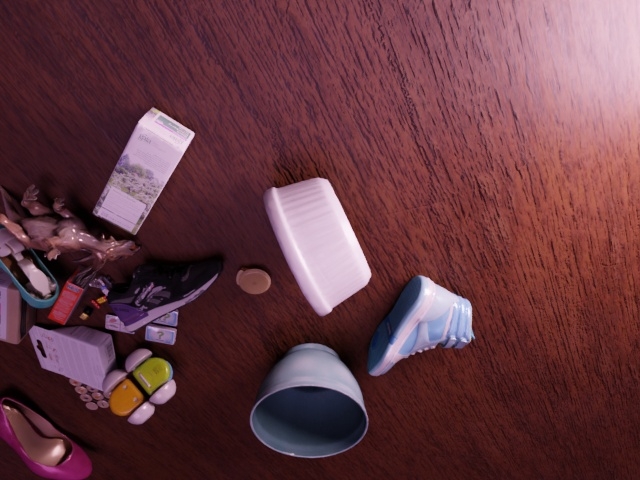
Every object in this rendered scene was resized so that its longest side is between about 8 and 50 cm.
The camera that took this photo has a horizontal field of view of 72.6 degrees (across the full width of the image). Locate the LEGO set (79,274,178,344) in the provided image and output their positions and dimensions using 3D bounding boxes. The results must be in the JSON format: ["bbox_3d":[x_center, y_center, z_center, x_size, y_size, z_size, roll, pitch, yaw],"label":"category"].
[{"bbox_3d":[-0.489,0.184,1.107,0.244,0.060,0.183,14,118,-7],"label":"LEGO set"}]

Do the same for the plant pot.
[{"bbox_3d":[-0.028,0.403,1.157,0.293,0.196,0.293,0,122,0],"label":"plant pot"}]

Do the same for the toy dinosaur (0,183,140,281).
[{"bbox_3d":[-0.577,-0.007,0.954,0.295,0.127,0.200,21,158,6],"label":"toy dinosaur"}]

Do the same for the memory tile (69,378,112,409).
[{"bbox_3d":[-0.677,0.456,1.309,0.113,0.012,0.148,-7,123,6],"label":"memory tile"}]

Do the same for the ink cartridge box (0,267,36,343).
[{"bbox_3d":[-0.830,0.131,1.057,0.234,0.088,0.193,19,122,-10],"label":"ink cartridge box"}]

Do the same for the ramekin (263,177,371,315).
[{"bbox_3d":[0.000,0.000,0.867,0.127,0.273,0.273,-25,120,2],"label":"ramekin"}]

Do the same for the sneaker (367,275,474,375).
[{"bbox_3d":[0.262,0.252,1.099,0.208,0.127,0.319,21,122,-11],"label":"sneaker"}]

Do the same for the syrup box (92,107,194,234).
[{"bbox_3d":[-0.354,-0.135,0.873,0.093,0.096,0.237,31,118,-20],"label":"syrup box"}]

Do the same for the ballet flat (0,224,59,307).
[{"bbox_3d":[-0.672,0.043,0.979,0.087,0.083,0.247,-14,112,37],"label":"ballet flat"}]

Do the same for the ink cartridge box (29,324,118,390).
[{"bbox_3d":[-0.678,0.310,1.206,0.232,0.066,0.189,17,124,15],"label":"ink cartridge box"}]

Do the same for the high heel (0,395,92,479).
[{"bbox_3d":[-0.857,0.620,1.343,0.377,0.127,0.181,38,126,-18],"label":"high heel"}]

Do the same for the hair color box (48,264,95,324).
[{"bbox_3d":[-0.607,0.133,1.065,0.043,0.072,0.141,32,117,-18],"label":"hair color box"}]

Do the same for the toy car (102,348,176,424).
[{"bbox_3d":[-0.483,0.395,1.196,0.182,0.136,0.159,-43,82,-5],"label":"toy car"}]

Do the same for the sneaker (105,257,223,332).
[{"bbox_3d":[-0.367,0.099,1.011,0.283,0.107,0.124,-30,109,4],"label":"sneaker"}]

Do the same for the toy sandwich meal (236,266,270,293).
[{"bbox_3d":[-0.163,0.096,1.062,0.085,0.029,0.086,-2,123,-4],"label":"toy sandwich meal"}]
